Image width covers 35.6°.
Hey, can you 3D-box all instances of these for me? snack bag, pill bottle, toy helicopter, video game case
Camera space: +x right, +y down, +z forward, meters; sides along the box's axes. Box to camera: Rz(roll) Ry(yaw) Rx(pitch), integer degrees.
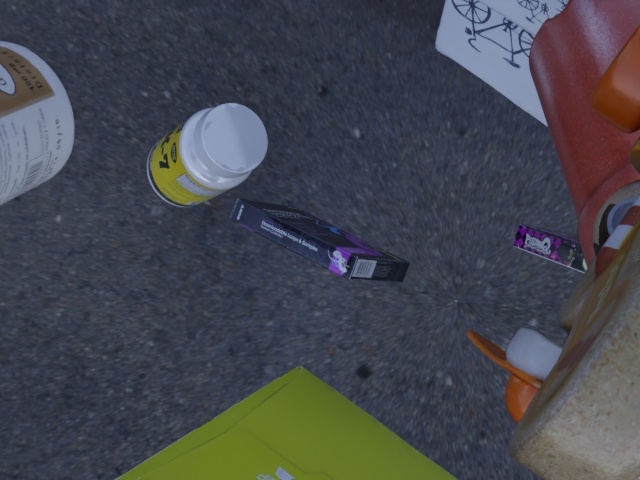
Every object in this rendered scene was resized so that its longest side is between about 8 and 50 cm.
[{"bbox_3d":[0.277,-0.257,1.246,0.323,0.342,0.037,38,69,14],"label":"snack bag"},{"bbox_3d":[-0.164,-0.124,1.442,0.119,0.208,0.119,6,78,-28],"label":"pill bottle"},{"bbox_3d":[-0.308,-0.071,0.777,0.131,0.229,0.131,8,115,19],"label":"pill bottle"},{"bbox_3d":[0.139,0.022,0.454,0.140,0.355,0.235,38,116,10],"label":"toy helicopter"},{"bbox_3d":[0.438,0.032,1.470,0.210,0.232,0.041,26,104,51],"label":"video game case"}]

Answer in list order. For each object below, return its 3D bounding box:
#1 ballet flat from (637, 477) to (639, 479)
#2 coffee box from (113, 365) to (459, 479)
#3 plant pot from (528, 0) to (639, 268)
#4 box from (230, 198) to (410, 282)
[{"bbox_3d":[0.319,-0.003,0.675,0.182,0.164,0.482,23,112,25],"label":"ballet flat"},{"bbox_3d":[-0.037,0.397,1.024,0.338,0.338,0.334,33,122,24],"label":"coffee box"},{"bbox_3d":[0.338,-0.106,0.950,0.272,0.272,0.265,-19,62,6],"label":"plant pot"},{"bbox_3d":[0.000,0.000,1.052,0.162,0.116,0.029,25,100,30],"label":"box"}]
